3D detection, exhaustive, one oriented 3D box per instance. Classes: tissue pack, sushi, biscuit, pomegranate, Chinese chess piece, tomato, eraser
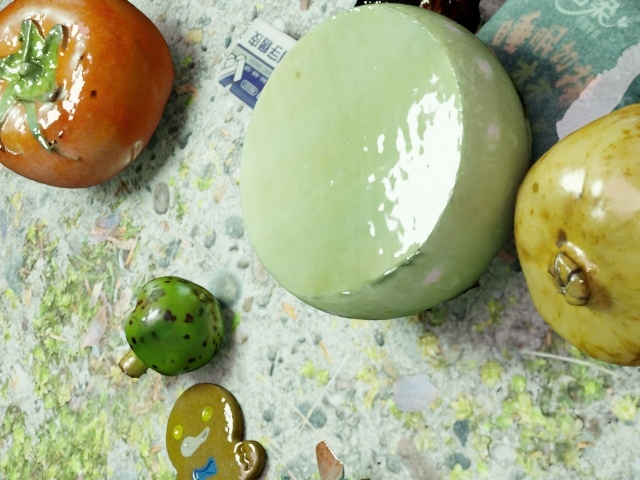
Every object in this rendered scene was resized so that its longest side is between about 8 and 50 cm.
[{"bbox_3d":[0.252,-0.158,0.938,0.315,0.103,0.228,-46,55,17],"label":"tissue pack"},{"bbox_3d":[0.124,-0.291,1.043,0.150,0.172,0.153,27,70,-3],"label":"sushi"},{"bbox_3d":[-0.155,0.312,1.140,0.180,0.039,0.236,-38,55,23],"label":"biscuit"},{"bbox_3d":[0.295,-0.003,0.765,0.248,0.248,0.248,-12,69,34],"label":"pomegranate"},{"bbox_3d":[0.064,-0.085,0.911,0.349,0.146,0.349,-10,76,43],"label":"Chinese chess piece"},{"bbox_3d":[-0.398,-0.249,1.356,0.341,0.273,0.341,-4,80,23],"label":"tomato"},{"bbox_3d":[-0.214,0.140,1.165,0.122,0.143,0.169,33,85,43],"label":"pomegranate"},{"bbox_3d":[-0.053,-0.235,1.213,0.210,0.068,0.124,41,99,37],"label":"eraser"}]

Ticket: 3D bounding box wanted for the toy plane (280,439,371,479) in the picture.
[{"bbox_3d":[-0.009,0.413,0.952,0.223,0.104,0.326,27,93,39],"label":"toy plane"}]
